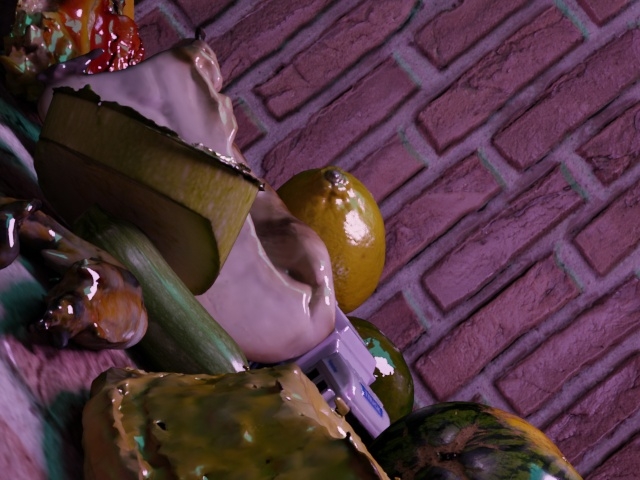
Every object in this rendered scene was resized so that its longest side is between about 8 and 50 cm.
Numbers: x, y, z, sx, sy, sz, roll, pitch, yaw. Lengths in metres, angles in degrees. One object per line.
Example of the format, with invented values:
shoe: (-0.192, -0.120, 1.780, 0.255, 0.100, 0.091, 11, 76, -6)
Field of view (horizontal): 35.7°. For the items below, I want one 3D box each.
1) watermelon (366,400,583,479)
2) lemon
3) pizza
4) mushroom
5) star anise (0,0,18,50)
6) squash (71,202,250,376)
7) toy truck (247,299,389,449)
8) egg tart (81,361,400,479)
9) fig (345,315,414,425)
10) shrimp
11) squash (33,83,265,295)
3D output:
watermelon: (0.151, 0.290, 0.985, 0.269, 0.269, 0.269, 51, -1, 1)
lemon: (0.000, 0.000, 1.342, 0.184, 0.184, 0.249, 51, -28, 43)
pizza: (-0.312, -0.260, 1.320, 0.406, 0.130, 0.440, -84, 175, -60)
mushroom: (-0.142, -0.010, 1.180, 0.397, 0.224, 0.314, 59, -13, 13)
star anise: (-0.464, -0.366, 1.342, 0.315, 0.108, 0.315, 54, -7, 10)
squash: (-0.141, 0.060, 0.859, 0.219, 0.068, 0.077, 50, -23, 7)
toy truck: (-0.013, 0.159, 1.165, 0.124, 0.155, 0.268, 53, 0, -32)
egg tart: (-0.001, 0.189, 0.613, 0.345, 0.132, 0.345, 50, -3, 3)
fig: (0.053, 0.219, 1.400, 0.245, 0.195, 0.195, 42, 5, -34)
shrimp: (-0.184, 0.016, 0.706, 0.145, 0.059, 0.254, 49, -1, 6)
squash: (-0.170, -0.050, 0.906, 0.220, 0.133, 0.220, 27, -11, 6)
